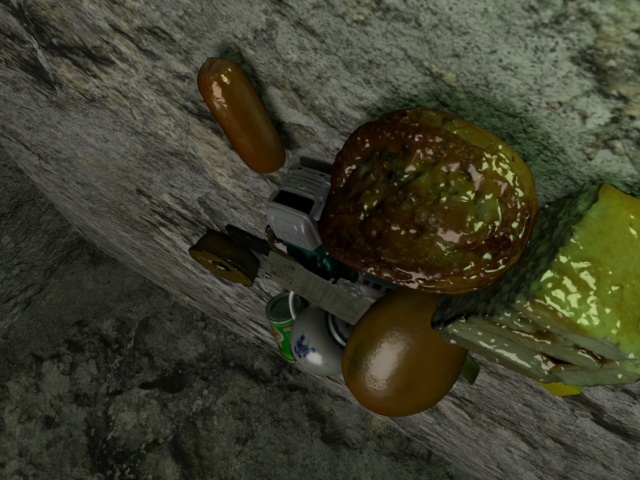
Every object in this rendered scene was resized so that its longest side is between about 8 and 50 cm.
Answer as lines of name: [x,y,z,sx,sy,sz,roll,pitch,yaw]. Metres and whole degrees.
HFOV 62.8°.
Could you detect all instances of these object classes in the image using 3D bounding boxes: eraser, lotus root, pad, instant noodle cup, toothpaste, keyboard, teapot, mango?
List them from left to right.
keyboard: [-0.205,0.018,1.755,0.262,0.016,0.106,23,155,23]
lotus root: [-0.079,0.011,1.481,0.179,0.089,0.080,32,-160,-7]
instant noodle cup: [-0.106,0.324,2.040,0.207,0.207,0.232,16,143,36]
pad: [-0.017,0.120,1.257,0.265,0.009,0.159,28,151,3]
teapot: [0.042,0.312,1.760,0.280,0.252,0.424,-38,84,31]
mango: [0.224,0.269,1.314,0.300,0.232,0.445,21,129,-9]
toothpaste: [0.349,0.311,1.535,0.313,0.071,0.089,46,157,-27]
eraser: [0.576,0.335,1.312,0.122,0.045,0.097,35,157,1]

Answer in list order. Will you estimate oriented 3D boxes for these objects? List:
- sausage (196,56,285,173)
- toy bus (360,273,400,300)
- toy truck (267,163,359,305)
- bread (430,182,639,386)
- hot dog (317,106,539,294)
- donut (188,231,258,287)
sausage: [-0.155,-0.245,1.059,0.105,0.105,0.274,17,153,34]
toy bus: [0.170,0.127,1.397,0.123,0.075,0.060,18,153,33]
toy truck: [0.003,-0.007,1.231,0.177,0.178,0.363,20,151,30]
bread: [0.388,0.109,0.860,0.264,0.239,0.395,34,158,0]
hot dog: [0.137,-0.066,0.833,0.174,0.266,0.388,20,-178,-43]
donut: [-0.345,0.067,1.940,0.272,0.107,0.272,25,160,10]
